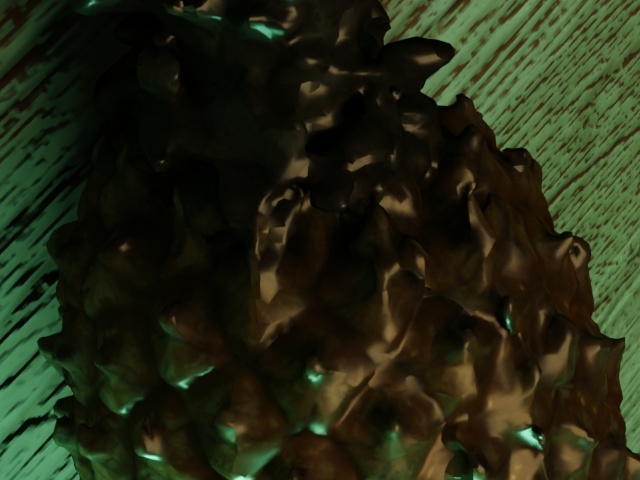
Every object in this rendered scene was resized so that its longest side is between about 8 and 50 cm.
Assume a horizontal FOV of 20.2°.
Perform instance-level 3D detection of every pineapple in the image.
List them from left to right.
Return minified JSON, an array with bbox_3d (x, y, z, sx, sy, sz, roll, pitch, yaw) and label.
[{"bbox_3d":[0.000,0.000,0.557,0.202,0.202,0.362,-38,136,-34],"label":"pineapple"}]
